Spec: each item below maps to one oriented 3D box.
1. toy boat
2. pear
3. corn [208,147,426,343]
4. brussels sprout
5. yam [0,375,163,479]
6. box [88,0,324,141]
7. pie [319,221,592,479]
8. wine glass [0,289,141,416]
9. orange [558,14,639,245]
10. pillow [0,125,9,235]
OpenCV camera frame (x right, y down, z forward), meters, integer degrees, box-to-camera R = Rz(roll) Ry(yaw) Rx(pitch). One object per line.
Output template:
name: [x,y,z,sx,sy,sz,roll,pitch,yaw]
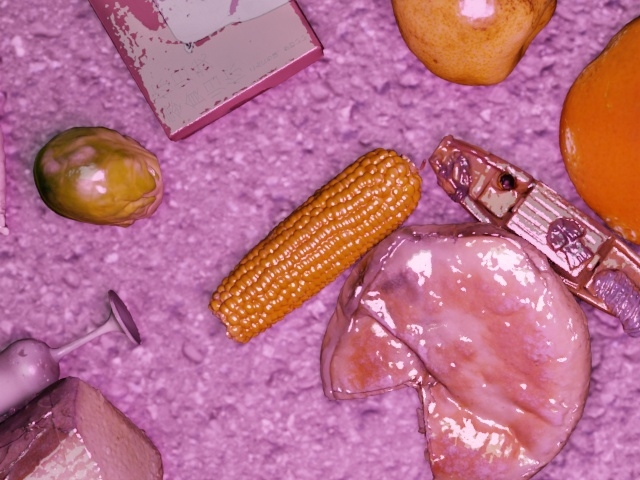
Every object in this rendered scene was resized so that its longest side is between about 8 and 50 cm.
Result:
toy boat: [0.262,-0.012,1.490,0.321,0.121,0.089,37,91,5]
pear: [0.170,-0.282,1.481,0.197,0.197,0.197,0,87,4]
corn: [0.000,0.000,1.521,0.310,0.101,0.101,-40,85,4]
brussels sprout: [-0.262,-0.076,1.523,0.155,0.155,0.118,-6,85,4]
yam: [-0.332,0.289,1.480,0.271,0.202,0.201,-34,49,6]
box: [-0.136,-0.256,1.551,0.215,0.086,0.215,-31,85,2]
pie: [0.165,0.132,1.489,0.337,0.075,0.338,3,104,12]
wine glass: [-0.317,0.139,1.544,0.195,0.079,0.079,-28,85,1]
orange: [0.433,-0.152,1.473,0.334,0.196,0.262,-40,71,8]
pillow: [-0.455,-0.120,1.571,0.144,0.078,0.254,-9,86,13]
